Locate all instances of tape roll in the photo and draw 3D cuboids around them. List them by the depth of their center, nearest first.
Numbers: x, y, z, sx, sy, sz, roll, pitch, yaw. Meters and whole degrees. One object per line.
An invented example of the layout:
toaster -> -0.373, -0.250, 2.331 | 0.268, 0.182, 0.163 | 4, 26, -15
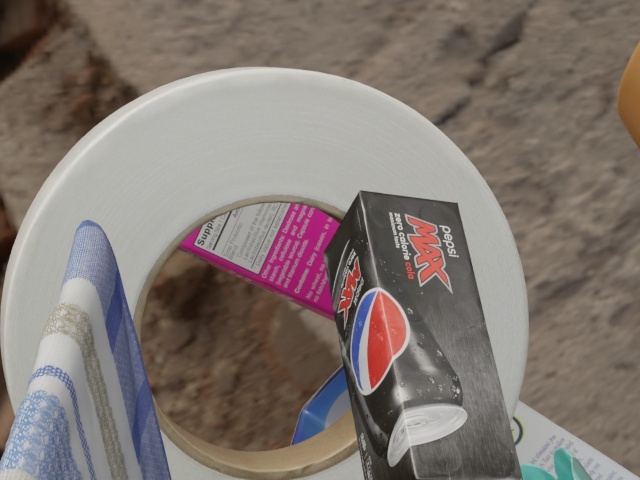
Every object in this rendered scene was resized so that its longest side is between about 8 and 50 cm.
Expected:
tape roll -> -0.040, 0.068, 1.375 | 0.392, 0.072, 0.392 | -1, 96, -13

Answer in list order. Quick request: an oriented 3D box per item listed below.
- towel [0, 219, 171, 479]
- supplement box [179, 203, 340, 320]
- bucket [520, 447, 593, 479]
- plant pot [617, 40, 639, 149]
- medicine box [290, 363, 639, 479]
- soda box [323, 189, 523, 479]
towel -> -0.092, 0.143, 0.733 | 0.034, 0.285, 0.209 | -7, 117, 5
supplement box -> 0.000, 0.000, 1.541 | 0.220, 0.111, 0.114 | 26, 87, -4
bucket -> 0.112, 0.282, 1.136 | 0.281, 0.281, 0.183 | -41, 90, 23
plant pot -> 0.287, -0.067, 0.926 | 0.203, 0.291, 0.291 | 48, 113, 18
medicine box -> 0.113, 0.265, 1.672 | 0.289, 0.149, 0.263 | 32, 137, 17
soda box -> 0.047, 0.058, 0.908 | 0.053, 0.060, 0.169 | 120, 148, -45
